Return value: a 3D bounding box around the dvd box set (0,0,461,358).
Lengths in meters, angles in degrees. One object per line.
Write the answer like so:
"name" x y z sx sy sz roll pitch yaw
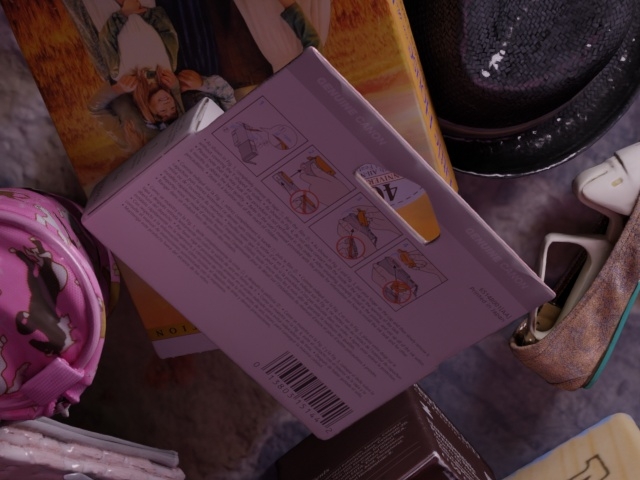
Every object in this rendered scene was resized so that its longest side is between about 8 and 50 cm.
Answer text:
"dvd box set" -0.063 -0.102 1.275 0.307 0.062 0.420 -10 122 14

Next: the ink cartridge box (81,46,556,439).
"ink cartridge box" 0.000 0.000 1.256 0.261 0.066 0.296 -35 114 27

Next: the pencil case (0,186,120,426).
"pencil case" -0.247 0.042 1.266 0.160 0.386 0.167 11 94 -7

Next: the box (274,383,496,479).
"box" 0.077 0.261 1.471 0.167 0.203 0.168 -39 109 7

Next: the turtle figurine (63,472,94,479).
"turtle figurine" -0.106 0.336 1.350 0.266 0.198 0.275 -10 134 -41

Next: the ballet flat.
"ballet flat" 0.272 -0.003 1.459 0.106 0.107 0.316 24 103 -6

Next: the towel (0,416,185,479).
"towel" -0.334 0.212 1.338 0.317 0.053 0.332 -24 149 33

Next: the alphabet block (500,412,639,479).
"alphabet block" 0.287 0.321 1.520 0.193 0.197 0.192 -33 109 5

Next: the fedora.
"fedora" 0.179 -0.216 1.306 0.334 0.152 0.334 -1 94 -11
